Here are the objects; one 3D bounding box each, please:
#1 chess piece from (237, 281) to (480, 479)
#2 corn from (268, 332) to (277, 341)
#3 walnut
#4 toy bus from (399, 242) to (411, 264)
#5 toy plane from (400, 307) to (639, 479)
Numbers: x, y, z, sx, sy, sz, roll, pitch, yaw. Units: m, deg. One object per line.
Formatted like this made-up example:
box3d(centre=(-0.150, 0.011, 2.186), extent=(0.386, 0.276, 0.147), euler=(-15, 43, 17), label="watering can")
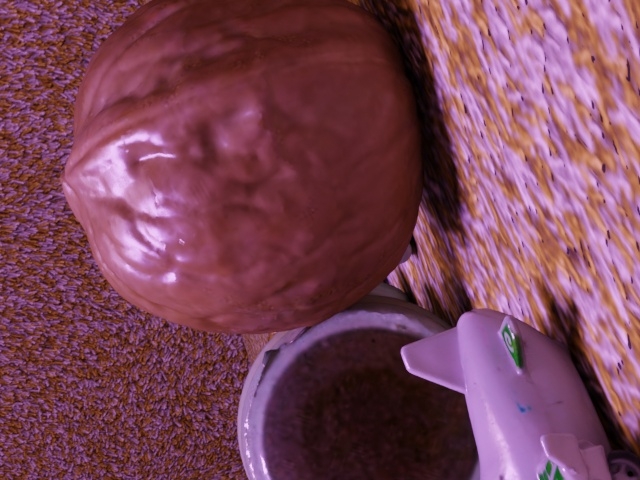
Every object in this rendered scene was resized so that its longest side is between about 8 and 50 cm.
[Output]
box3d(centre=(0.027, 0.118, 1.026), extent=(0.298, 0.176, 0.175), euler=(-164, 55, -88), label="chess piece")
box3d(centre=(0.003, 0.170, 1.548), extent=(0.310, 0.102, 0.101), euler=(76, 171, -52), label="corn")
box3d(centre=(-0.048, -0.051, 0.862), extent=(0.228, 0.228, 0.228), euler=(161, 90, -83), label="walnut")
box3d(centre=(0.004, -0.060, 1.013), extent=(0.089, 0.087, 0.193), euler=(-154, 45, -70), label="toy bus")
box3d(centre=(0.108, 0.115, 0.696), extent=(0.174, 0.080, 0.174), euler=(159, 90, -82), label="toy plane")
